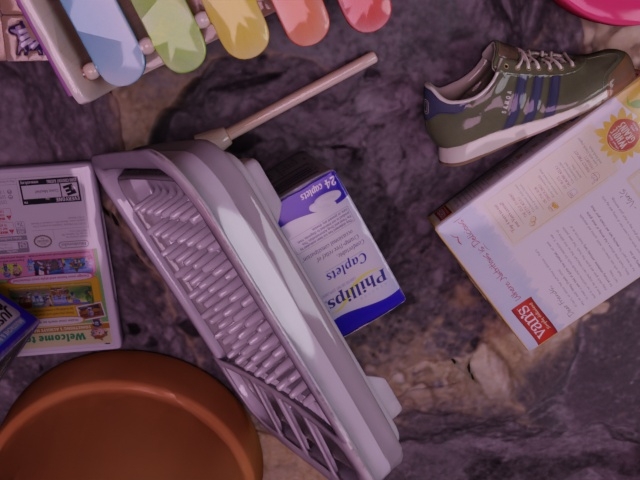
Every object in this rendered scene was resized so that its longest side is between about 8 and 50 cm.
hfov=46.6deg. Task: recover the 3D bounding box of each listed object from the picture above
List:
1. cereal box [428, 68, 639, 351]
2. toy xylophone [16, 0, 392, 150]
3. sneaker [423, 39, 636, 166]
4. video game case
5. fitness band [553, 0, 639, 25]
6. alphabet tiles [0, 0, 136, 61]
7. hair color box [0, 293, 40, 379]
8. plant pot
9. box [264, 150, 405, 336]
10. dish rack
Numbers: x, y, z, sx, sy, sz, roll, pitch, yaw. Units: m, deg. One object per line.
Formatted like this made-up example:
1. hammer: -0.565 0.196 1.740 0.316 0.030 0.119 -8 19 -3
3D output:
1. cereal box: 0.250 -0.025 0.724 0.240 0.047 0.173 -36 107 10
2. toy xylophone: -0.070 -0.206 0.619 0.322 0.081 0.236 -33 109 5
3. sneaker: 0.181 -0.144 0.668 0.192 0.064 0.086 -25 114 9
4. video game case: -0.312 0.024 0.723 0.212 0.023 0.194 -4 109 -2
5. fitness band: 0.304 -0.315 0.626 0.290 0.054 0.209 -36 110 10
6. alphabet tiles: -0.281 -0.254 0.634 0.237 0.009 0.198 -1 109 -3
7. hair color box: -0.455 0.061 0.664 0.338 0.110 0.185 37 107 -6
8. plant pot: -0.202 0.281 0.725 0.290 0.203 0.291 -1 109 -3
9. box: 0.000 0.000 0.673 0.072 0.126 0.137 -32 108 -3
10. dish rack: -0.059 0.052 0.635 0.072 0.285 0.333 -37 110 -19
